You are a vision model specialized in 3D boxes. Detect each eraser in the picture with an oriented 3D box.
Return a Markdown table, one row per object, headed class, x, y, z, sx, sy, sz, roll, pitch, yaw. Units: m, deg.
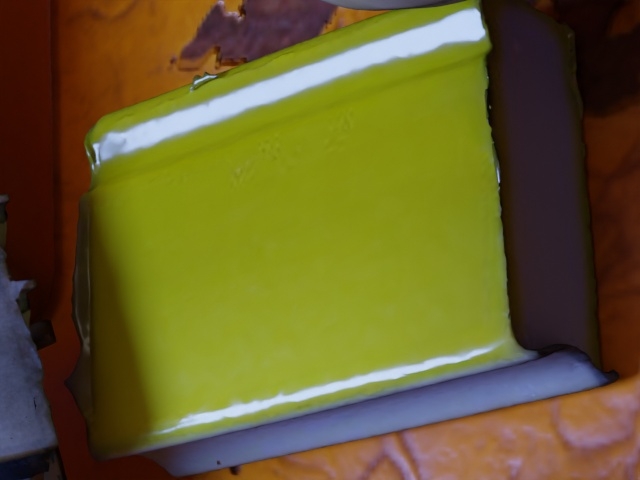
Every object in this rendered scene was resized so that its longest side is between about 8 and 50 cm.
| class | x | y | z | sx | sy | sz | roll | pitch | yaw |
| --- | --- | --- | --- | --- | --- | --- | --- | --- | --- |
| eraser | 0.000 | 0.000 | 0.772 | 0.226 | 0.069 | 0.158 | -17 | 69 | 34 |

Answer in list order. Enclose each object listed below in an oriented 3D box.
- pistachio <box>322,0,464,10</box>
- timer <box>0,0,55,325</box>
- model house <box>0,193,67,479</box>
| class | x | y | z | sx | sy | sz | roll | pitch | yaw |
| --- | --- | --- | --- | --- | --- | --- | --- | --- | --- |
| pistachio | 0.022 | -0.199 | 0.723 | 0.193 | 0.214 | 0.318 | -55 | 30 | 15 |
| timer | -0.260 | -0.066 | 0.982 | 0.257 | 0.161 | 0.250 | -19 | 50 | 34 |
| model house | -0.245 | 0.095 | 0.821 | 0.206 | 0.271 | 0.178 | 105 | 147 | -59 |
